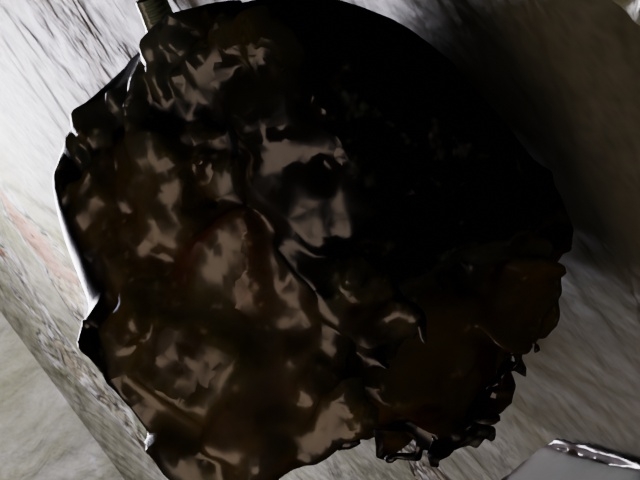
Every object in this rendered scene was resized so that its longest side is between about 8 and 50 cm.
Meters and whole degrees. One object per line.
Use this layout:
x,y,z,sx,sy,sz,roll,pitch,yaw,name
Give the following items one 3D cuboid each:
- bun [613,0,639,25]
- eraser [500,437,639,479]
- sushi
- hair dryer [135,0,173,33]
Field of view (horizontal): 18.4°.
0.070,-0.119,0.439,0.183,0.102,0.183,52,156,34,bun
0.174,0.205,0.993,0.210,0.068,0.124,54,164,-13,eraser
0.001,0.007,0.846,0.213,0.204,0.200,-22,79,37,sushi
-0.017,-0.008,1.092,0.219,0.088,0.224,30,139,39,hair dryer
